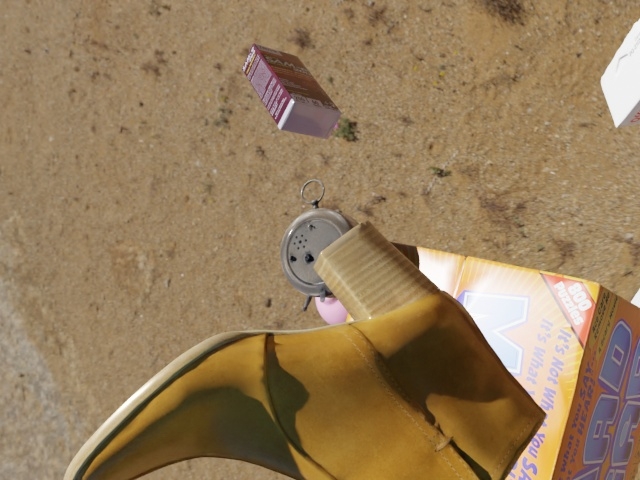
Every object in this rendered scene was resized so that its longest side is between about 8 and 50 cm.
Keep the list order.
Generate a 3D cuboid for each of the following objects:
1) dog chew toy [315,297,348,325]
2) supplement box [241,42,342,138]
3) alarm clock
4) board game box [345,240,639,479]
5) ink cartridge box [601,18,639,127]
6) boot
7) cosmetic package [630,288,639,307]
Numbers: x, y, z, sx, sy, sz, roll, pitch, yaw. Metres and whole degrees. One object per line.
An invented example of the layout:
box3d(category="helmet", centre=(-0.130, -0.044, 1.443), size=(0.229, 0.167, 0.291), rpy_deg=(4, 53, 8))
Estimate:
box3d(category="dog chew toy", centre=(0.116, 0.135, 1.167), size=(0.206, 0.331, 0.207), rpy_deg=(-16, 64, 38))
box3d(category="supplement box", centre=(-0.067, -0.328, 1.221), size=(0.073, 0.130, 0.240), rpy_deg=(-58, 47, 32))
box3d(category="alarm clock", centre=(0.000, 0.000, 0.824), size=(0.129, 0.064, 0.192), rpy_deg=(-17, 74, 24))
box3d(category="board game box", centre=(0.264, 0.232, 0.866), size=(0.356, 0.356, 0.357), rpy_deg=(13, 85, 45))
box3d(category="ink cartridge box", centre=(0.593, -0.272, 0.866), size=(0.236, 0.172, 0.100), rpy_deg=(-8, 71, 4))
box3d(category="boot", centre=(-0.003, 0.145, 0.387), size=(0.295, 0.104, 0.211), rpy_deg=(-37, 81, -8))
box3d(category="cosmetic package", centre=(0.715, 0.163, 1.076), size=(0.238, 0.060, 0.099), rpy_deg=(20, 110, -7))
